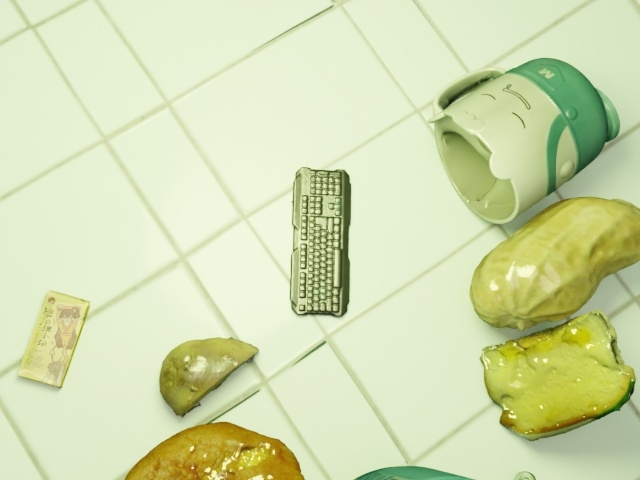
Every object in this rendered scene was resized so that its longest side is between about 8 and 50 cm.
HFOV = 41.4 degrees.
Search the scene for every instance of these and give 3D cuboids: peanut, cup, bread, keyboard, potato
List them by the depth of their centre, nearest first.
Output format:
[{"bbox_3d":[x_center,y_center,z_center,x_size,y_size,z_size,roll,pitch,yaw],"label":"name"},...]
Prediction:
[{"bbox_3d":[-0.147,0.418,1.230,0.312,0.172,0.312,-6,55,9],"label":"bread"},{"bbox_3d":[-0.188,0.195,1.360,0.172,0.089,0.101,-37,81,-11],"label":"potato"},{"bbox_3d":[0.404,0.217,1.402,0.133,0.251,0.174,-8,72,-53],"label":"bread"},{"bbox_3d":[0.398,0.028,1.424,0.340,0.174,0.158,-39,114,-16],"label":"peanut"},{"bbox_3d":[0.323,-0.196,1.457,0.257,0.219,0.290,-33,50,-13],"label":"cup"},{"bbox_3d":[0.000,0.000,1.463,0.106,0.016,0.263,3,77,-5],"label":"keyboard"}]

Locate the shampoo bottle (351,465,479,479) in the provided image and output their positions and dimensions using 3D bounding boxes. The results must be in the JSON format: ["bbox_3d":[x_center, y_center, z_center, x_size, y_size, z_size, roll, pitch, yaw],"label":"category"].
[{"bbox_3d":[0.149,0.492,1.198,0.331,0.343,0.331,1,76,-5],"label":"shampoo bottle"}]

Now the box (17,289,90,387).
[{"bbox_3d":[-0.432,0.159,1.377,0.073,0.020,0.149,16,75,-2],"label":"box"}]

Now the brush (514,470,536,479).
[{"bbox_3d":[0.334,0.526,1.362,0.060,0.068,0.297,15,79,-25],"label":"brush"}]
